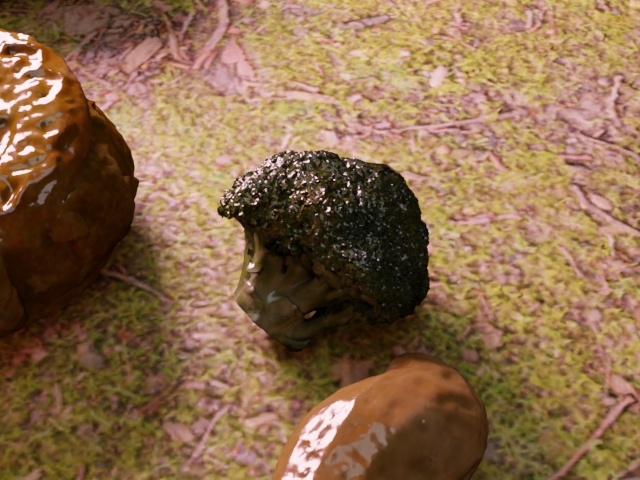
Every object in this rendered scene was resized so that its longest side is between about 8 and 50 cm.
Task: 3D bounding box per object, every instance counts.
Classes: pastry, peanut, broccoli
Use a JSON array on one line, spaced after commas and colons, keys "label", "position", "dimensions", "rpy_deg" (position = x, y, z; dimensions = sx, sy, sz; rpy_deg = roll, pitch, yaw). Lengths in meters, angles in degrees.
[{"label": "pastry", "position": [-0.249, -0.029, 0.862], "dimensions": [0.240, 0.132, 0.235], "rpy_deg": [-7, 56, 3]}, {"label": "peanut", "position": [0.012, 0.163, 0.692], "dimensions": [0.117, 0.101, 0.263], "rpy_deg": [36, 51, -1]}, {"label": "broccoli", "position": [0.000, 0.000, 0.825], "dimensions": [0.162, 0.146, 0.138], "rpy_deg": [43, 92, 15]}]
